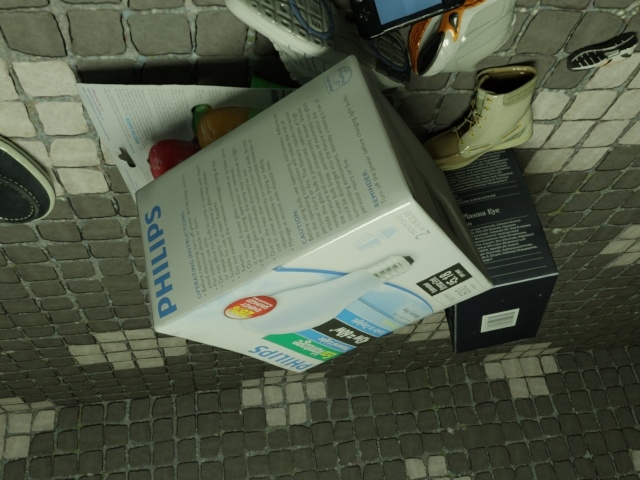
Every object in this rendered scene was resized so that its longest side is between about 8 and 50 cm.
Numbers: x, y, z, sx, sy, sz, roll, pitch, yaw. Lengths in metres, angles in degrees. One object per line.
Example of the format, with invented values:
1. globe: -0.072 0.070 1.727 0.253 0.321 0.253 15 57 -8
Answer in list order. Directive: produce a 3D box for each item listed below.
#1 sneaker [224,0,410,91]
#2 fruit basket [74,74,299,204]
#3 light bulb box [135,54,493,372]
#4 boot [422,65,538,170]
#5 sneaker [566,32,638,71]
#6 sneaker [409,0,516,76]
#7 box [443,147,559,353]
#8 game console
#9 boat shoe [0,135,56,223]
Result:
1. sneaker: -0.011 -0.262 0.821 0.297 0.111 0.129 20 151 -37
2. fruit basket: -0.166 -0.146 0.973 0.352 0.166 0.327 5 151 5
3. light bulb box: 0.000 0.000 0.856 0.360 0.226 0.358 -28 149 19
4. boot: 0.264 -0.208 1.025 0.213 0.077 0.165 -18 151 5
5. sneaker: 0.454 -0.293 0.967 0.109 0.040 0.044 -16 152 12
6. sneaker: 0.228 -0.324 0.807 0.120 0.099 0.262 -4 159 -27
7. box: 0.314 0.013 1.190 0.178 0.313 0.343 -13 151 6
8. game console: 0.096 -0.337 0.740 0.143 0.124 0.085 -16 177 13
9. boat shoe: -0.622 -0.111 0.856 0.186 0.156 0.500 -26 148 24
